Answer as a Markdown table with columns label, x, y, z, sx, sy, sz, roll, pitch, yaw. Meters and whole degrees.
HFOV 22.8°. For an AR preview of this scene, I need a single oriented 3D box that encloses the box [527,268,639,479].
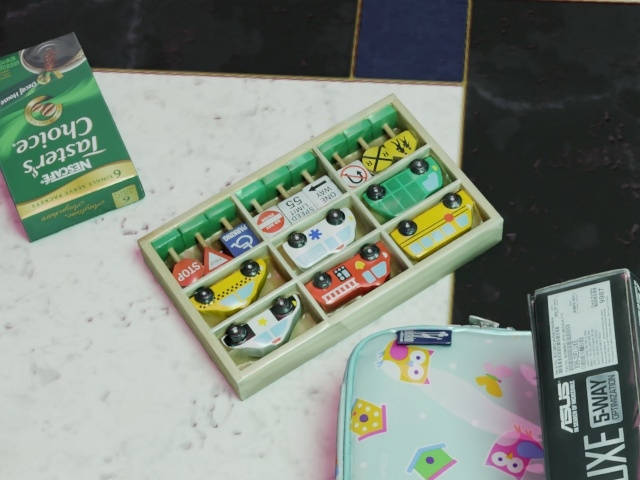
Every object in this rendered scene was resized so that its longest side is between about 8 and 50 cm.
| label | x | y | z | sx | sy | sz | roll | pitch | yaw |
| --- | --- | --- | --- | --- | --- | --- | --- | --- | --- |
| box | 0.236 | 0.204 | 1.066 | 0.076 | 0.242 | 0.308 | -17 | 59 | 28 |

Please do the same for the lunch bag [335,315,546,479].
| label | x | y | z | sx | sy | sz | roll | pitch | yaw |
| --- | --- | --- | --- | --- | --- | --- | --- | --- | --- |
| lunch bag | 0.123 | 0.190 | 1.174 | 0.224 | 0.108 | 0.279 | 1 | 58 | 5 |

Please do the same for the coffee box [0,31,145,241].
| label | x | y | z | sx | sy | sz | roll | pitch | yaw |
| --- | --- | --- | --- | --- | --- | --- | --- | --- | --- |
| coffee box | -0.239 | -0.096 | 1.419 | 0.113 | 0.040 | 0.184 | -20 | 59 | -9 |

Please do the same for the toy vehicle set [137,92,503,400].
| label | x | y | z | sx | sy | sz | roll | pitch | yaw |
| --- | --- | --- | --- | --- | --- | --- | --- | --- | --- |
| toy vehicle set | 0.000 | 0.000 | 1.345 | 0.266 | 0.035 | 0.166 | -31 | 61 | -15 |
